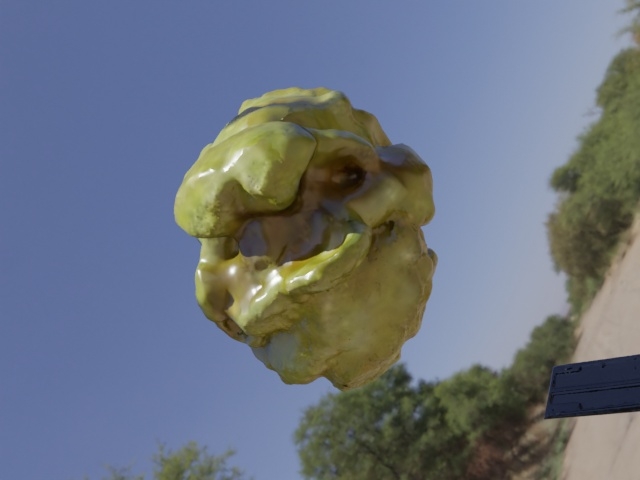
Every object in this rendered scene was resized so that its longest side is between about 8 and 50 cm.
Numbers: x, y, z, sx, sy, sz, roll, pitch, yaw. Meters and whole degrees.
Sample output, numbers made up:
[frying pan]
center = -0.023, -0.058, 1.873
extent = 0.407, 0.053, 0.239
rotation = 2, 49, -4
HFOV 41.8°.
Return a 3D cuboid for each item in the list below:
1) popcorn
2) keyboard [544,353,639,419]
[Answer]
[popcorn]
center = 0.000, 0.000, 0.710
extent = 0.235, 0.250, 0.242
rotation = -34, 16, 31
[keyboard]
center = 0.295, 0.129, 0.761
extent = 0.010, 0.198, 0.064
rotation = 45, -131, -27
